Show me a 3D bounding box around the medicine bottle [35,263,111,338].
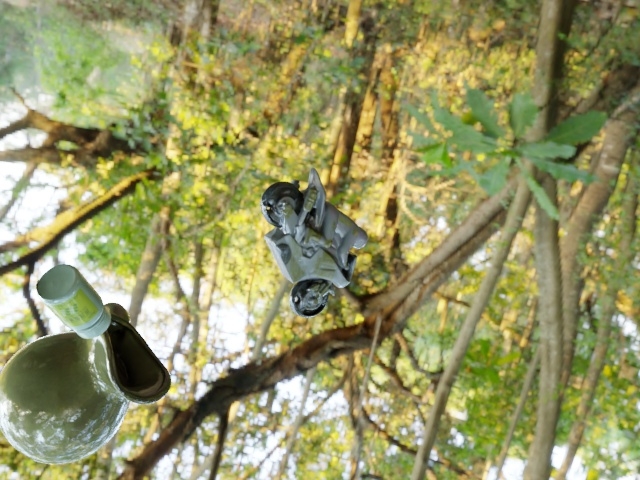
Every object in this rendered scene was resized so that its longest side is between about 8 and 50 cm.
[{"bbox_3d":[-0.253,0.064,0.783,0.047,0.047,0.083,20,151,28],"label":"medicine bottle"}]

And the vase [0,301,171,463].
[{"bbox_3d":[-0.449,0.241,1.457,0.241,0.302,0.329,45,-162,-30],"label":"vase"}]

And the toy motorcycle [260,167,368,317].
[{"bbox_3d":[0.000,0.000,1.121,0.152,0.225,0.073,-26,-152,-19],"label":"toy motorcycle"}]
